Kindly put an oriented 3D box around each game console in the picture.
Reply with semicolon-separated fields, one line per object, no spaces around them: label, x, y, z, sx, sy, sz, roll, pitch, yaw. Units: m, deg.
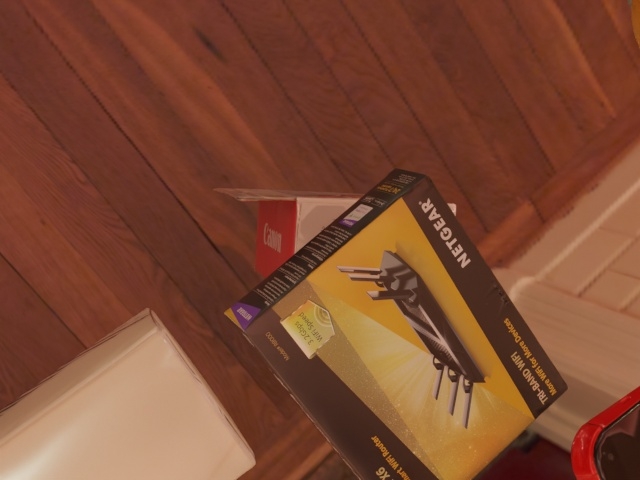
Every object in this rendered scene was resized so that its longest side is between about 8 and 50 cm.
game console;0.616;0.434;1.626;0.342;0.060;0.387;-26;92;-30

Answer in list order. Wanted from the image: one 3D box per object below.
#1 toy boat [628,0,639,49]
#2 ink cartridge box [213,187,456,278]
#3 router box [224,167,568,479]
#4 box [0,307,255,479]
toy boat;0.347;-0.206;0.828;0.148;0.267;0.318;-32;151;1
ink cartridge box;0.000;0.000;1.276;0.271;0.309;0.130;3;94;-12
router box;0.087;0.118;1.006;0.243;0.081;0.309;-41;111;-10
box;-0.185;0.168;0.591;0.275;0.094;0.113;-35;102;-10
